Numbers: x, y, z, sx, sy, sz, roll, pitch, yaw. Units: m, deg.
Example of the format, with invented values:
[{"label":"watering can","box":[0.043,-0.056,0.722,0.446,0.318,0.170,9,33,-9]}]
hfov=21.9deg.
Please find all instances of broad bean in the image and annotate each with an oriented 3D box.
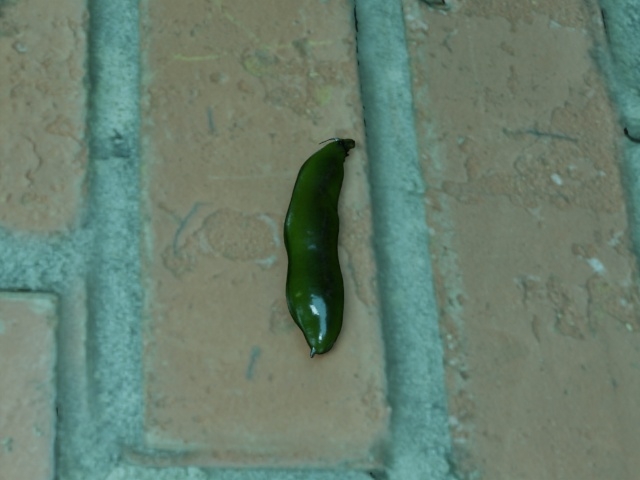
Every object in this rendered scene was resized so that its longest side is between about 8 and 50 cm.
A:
[{"label":"broad bean","box":[-0.004,-0.002,1.575,0.065,0.046,0.255,18,55,-20]}]
